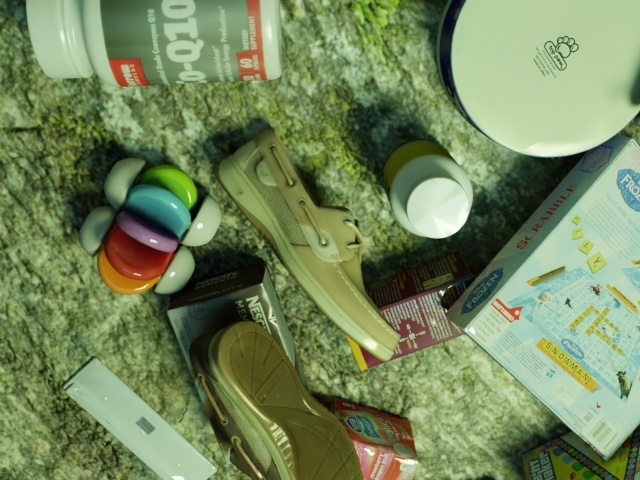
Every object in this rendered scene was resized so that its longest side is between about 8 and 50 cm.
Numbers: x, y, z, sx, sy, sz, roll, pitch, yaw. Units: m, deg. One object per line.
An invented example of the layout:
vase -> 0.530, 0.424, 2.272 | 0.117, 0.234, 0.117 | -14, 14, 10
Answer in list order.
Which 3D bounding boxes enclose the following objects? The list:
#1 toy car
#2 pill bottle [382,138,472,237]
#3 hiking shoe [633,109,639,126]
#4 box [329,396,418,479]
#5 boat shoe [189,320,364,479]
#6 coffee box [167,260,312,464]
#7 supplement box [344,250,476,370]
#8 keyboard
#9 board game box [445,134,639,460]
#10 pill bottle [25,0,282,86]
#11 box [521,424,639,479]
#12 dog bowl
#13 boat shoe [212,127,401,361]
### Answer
toy car -> -0.228, -0.010, 1.104 | 0.159, 0.136, 0.182 | 29, 105, -9
pill bottle -> 0.135, -0.064, 1.067 | 0.103, 0.184, 0.103 | 0, 107, -1
hiking shoe -> 0.508, -0.165, 1.053 | 0.304, 0.113, 0.132 | 15, 116, -32
box -> 0.036, 0.378, 1.233 | 0.128, 0.123, 0.257 | 18, 106, -6
boat shoe -> -0.061, 0.260, 1.108 | 0.123, 0.123, 0.342 | -18, 111, 45
coffee box -> -0.104, 0.170, 1.180 | 0.141, 0.098, 0.247 | -16, 107, 4
supplement box -> 0.126, 0.095, 1.157 | 0.188, 0.104, 0.081 | -20, 107, 6
keyboard -> -0.268, 0.283, 1.261 | 0.072, 0.014, 0.256 | -42, 103, 6
board game box -> 0.379, 0.081, 1.117 | 0.318, 0.066, 0.318 | 42, 90, -23
pill bottle -> -0.191, -0.268, 1.012 | 0.283, 0.161, 0.161 | -3, 107, 0
box -> 0.486, 0.405, 1.202 | 0.279, 0.177, 0.290 | -30, 103, 16
dog bowl -> 0.284, -0.241, 1.056 | 0.264, 0.104, 0.265 | 0, 108, -1
boat shoe -> 0.000, 0.000, 1.070 | 0.110, 0.121, 0.341 | -39, 77, -1
